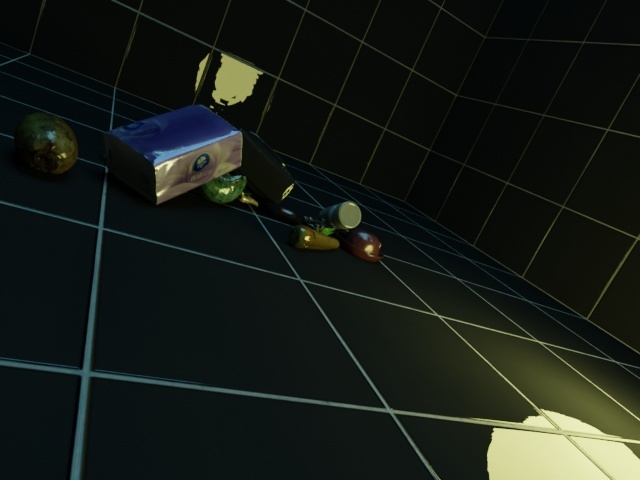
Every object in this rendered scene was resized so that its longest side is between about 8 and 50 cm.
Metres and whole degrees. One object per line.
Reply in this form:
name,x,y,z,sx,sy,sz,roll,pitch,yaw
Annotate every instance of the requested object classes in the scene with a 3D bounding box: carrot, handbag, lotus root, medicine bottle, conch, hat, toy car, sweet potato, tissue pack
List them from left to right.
lotus root,-0.697,-0.253,1.231,0.145,0.129,0.260,31,12,-38
tissue pack,-0.427,-0.272,1.436,0.242,0.160,0.338,32,43,22
conch,-0.355,-0.195,1.612,0.188,0.122,0.176,26,20,-3
handbag,-0.244,-0.283,1.802,0.301,0.178,0.275,42,-2,-19
sweet potato,-0.109,-0.078,1.779,0.117,0.049,0.049,35,13,-4
toy car,-0.011,-0.044,1.761,0.071,0.063,0.165,33,16,28
carrot,0.000,0.000,1.622,0.078,0.078,0.298,33,12,31
medicine bottle,0.071,-0.088,1.855,0.104,0.105,0.168,18,-13,-26
hat,0.160,0.005,1.819,0.205,0.089,0.205,24,13,-6

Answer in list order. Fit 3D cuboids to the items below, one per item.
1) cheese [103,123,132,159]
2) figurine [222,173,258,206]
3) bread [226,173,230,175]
cheese,-0.587,-0.321,1.721,0.383,0.104,0.384,23,14,-6
figurine,-0.304,-0.178,1.756,0.187,0.083,0.083,27,10,-37
bread,-0.429,-0.277,1.965,0.250,0.039,0.181,29,14,18
